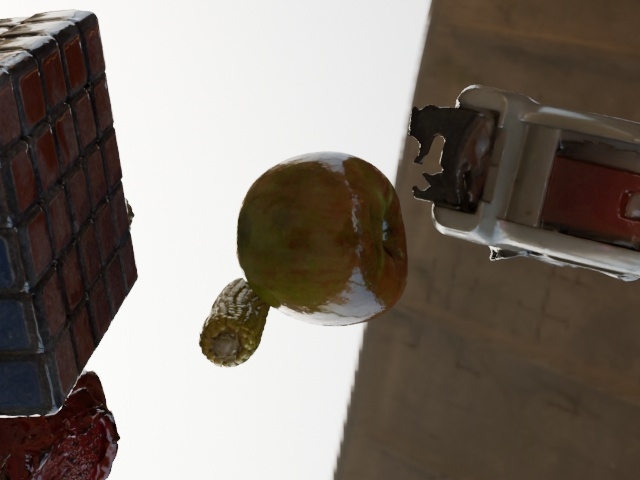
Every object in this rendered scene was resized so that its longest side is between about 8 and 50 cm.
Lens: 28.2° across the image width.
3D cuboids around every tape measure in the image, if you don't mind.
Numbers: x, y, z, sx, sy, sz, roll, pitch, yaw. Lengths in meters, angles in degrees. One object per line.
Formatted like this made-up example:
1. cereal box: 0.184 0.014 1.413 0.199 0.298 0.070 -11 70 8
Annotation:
1. tape measure: 0.201 -0.035 1.017 0.265 0.258 0.130 14 -89 7

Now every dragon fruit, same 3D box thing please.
1. dragon fruit: -0.473 0.300 2.049 0.302 0.295 0.296 54 -53 23

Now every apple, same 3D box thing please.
1. apple: 0.000 0.000 1.401 0.196 0.196 0.196 -8 -100 51

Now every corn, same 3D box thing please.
1. corn: -0.097 0.091 1.496 0.203 0.072 0.072 -77 -176 -75

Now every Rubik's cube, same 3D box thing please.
1. Rubik's cube: -0.283 -0.024 0.913 0.238 0.236 0.237 -71 157 -69

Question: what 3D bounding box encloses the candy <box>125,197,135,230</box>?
1. candy: -0.283 -0.017 1.581 0.095 0.085 0.110 28 -71 13
